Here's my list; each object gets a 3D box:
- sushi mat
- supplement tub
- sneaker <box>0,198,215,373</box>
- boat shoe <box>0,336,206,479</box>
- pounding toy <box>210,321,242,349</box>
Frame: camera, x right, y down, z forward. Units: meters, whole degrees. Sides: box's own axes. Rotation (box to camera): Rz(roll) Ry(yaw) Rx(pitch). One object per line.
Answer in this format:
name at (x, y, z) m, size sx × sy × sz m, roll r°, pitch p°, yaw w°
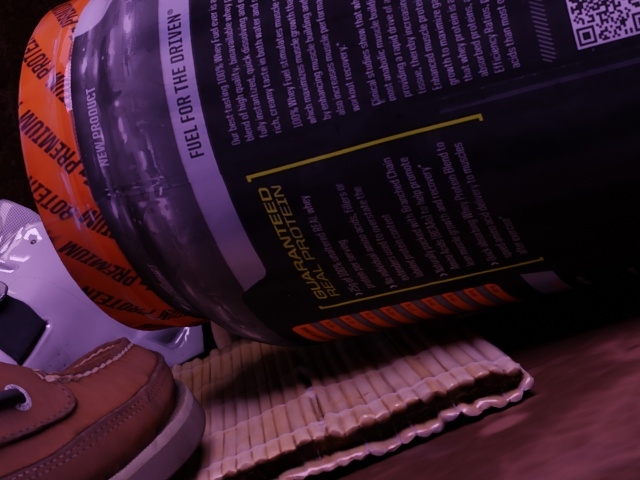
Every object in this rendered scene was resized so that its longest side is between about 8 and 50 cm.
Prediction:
sushi mat at (-0.004, 0.063, 0.693) m, size 0.151 × 0.019 × 0.316 m, roll -22°, pitch 5°, yaw -2°
supplement tub at (0.054, -0.071, 0.654) m, size 0.338 × 0.207 × 0.207 m, roll -13°, pitch 8°, yaw 22°
sneaker at (-0.206, 0.059, 0.927) m, size 0.122 × 0.146 × 0.330 m, roll -16°, pitch 9°, yaw 42°
boat shoe at (-0.130, 0.075, 0.504) m, size 0.111 × 0.104 × 0.307 m, roll -34°, pitch 2°, yaw 18°
pounding toy at (0.046, -0.004, 0.919) m, size 0.269 × 0.155 × 0.154 m, roll -34°, pitch 37°, yaw -19°
